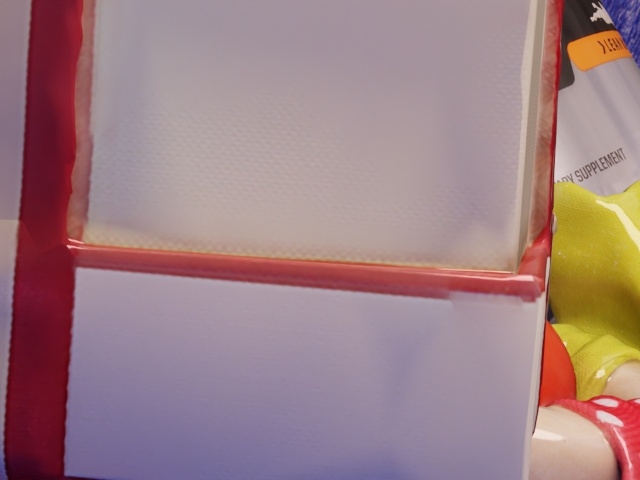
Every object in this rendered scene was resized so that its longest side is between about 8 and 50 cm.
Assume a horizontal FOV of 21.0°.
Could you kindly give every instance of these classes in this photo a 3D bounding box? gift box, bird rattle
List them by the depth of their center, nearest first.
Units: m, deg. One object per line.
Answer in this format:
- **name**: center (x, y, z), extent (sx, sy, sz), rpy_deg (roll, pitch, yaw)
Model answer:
- **gift box**: center (-0.068, -0.058, 0.437), extent (0.276, 0.258, 0.255), rpy_deg (3, 4, 13)
- **bird rattle**: center (0.083, 0.073, 0.634), extent (0.206, 0.143, 0.253), rpy_deg (11, 20, -3)

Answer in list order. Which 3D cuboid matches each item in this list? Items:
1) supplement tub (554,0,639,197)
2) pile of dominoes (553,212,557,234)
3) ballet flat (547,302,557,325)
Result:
- **supplement tub**: center (0.028, -0.114, 0.850), extent (0.316, 0.193, 0.193), rpy_deg (61, 12, 5)
- **pile of dominoes**: center (-0.057, -0.027, 0.677), extent (0.196, 0.040, 0.251), rpy_deg (-24, 35, -35)
- **ballet flat**: center (0.161, 0.069, 0.860), extent (0.231, 0.077, 0.077), rpy_deg (30, -19, 35)
